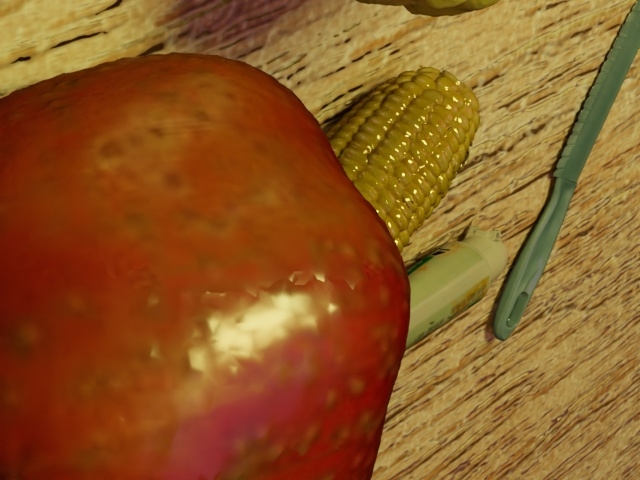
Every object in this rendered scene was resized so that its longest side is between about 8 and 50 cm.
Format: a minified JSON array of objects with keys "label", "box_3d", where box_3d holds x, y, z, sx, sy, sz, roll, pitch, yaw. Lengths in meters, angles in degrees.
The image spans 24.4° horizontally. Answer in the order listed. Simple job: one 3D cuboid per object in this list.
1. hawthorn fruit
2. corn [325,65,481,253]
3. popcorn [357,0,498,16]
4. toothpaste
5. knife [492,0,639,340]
[{"label":"hawthorn fruit","box_3d":[-0.104,0.056,0.724,0.299,0.275,0.275,-24,134,-26]},{"label":"corn","box_3d":[0.000,0.000,0.947,0.292,0.101,0.101,-48,144,-19]},{"label":"popcorn","box_3d":[0.081,-0.233,0.750,0.259,0.259,0.212,-41,110,-23]},{"label":"toothpaste","box_3d":[0.050,0.059,1.035,0.314,0.056,0.058,-29,127,-54]},{"label":"knife","box_3d":[0.205,-0.059,1.221,0.044,0.019,0.313,11,105,-51]}]
